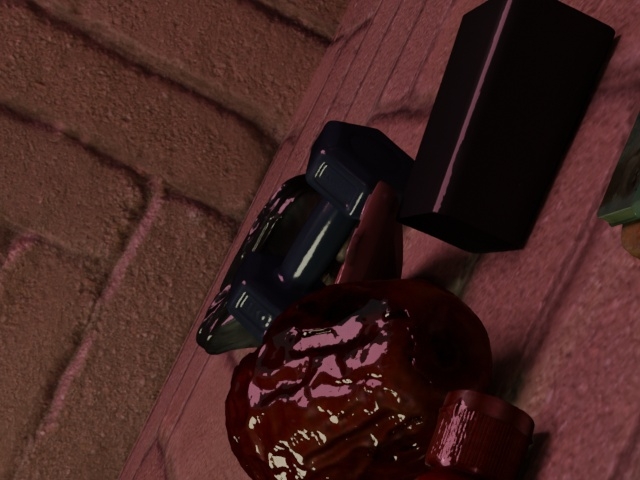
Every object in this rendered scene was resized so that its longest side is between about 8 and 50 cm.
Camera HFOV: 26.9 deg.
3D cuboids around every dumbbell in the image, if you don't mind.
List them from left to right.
[{"bbox_3d":[0.000,0.000,1.782,0.316,0.143,0.156,-57,12,30],"label":"dumbbell"}]

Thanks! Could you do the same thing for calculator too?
[{"bbox_3d":[0.041,0.072,1.418,0.330,0.048,0.220,84,-153,-66],"label":"calculator"}]

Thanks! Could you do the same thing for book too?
[{"bbox_3d":[0.236,-0.061,0.901,0.103,0.017,0.135,-65,11,-13],"label":"book"}]

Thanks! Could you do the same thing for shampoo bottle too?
[{"bbox_3d":[0.070,0.261,0.939,0.118,0.076,0.314,104,-171,-69],"label":"shampoo bottle"}]

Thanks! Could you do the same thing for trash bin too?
[{"bbox_3d":[0.171,-0.109,1.291,0.165,0.115,0.225,170,122,-77],"label":"trash bin"}]

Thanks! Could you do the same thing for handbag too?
[{"bbox_3d":[-0.059,0.045,1.979,0.191,0.075,0.332,-4,-49,-51],"label":"handbag"}]

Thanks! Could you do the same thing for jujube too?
[{"bbox_3d":[0.028,0.138,1.160,0.290,0.197,0.197,-37,27,50],"label":"jujube"}]

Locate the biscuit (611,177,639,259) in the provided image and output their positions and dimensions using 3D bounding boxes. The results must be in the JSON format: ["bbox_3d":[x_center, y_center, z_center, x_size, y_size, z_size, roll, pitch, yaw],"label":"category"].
[{"bbox_3d":[0.261,-0.081,0.957,0.153,0.030,0.234,-52,16,53],"label":"biscuit"}]
